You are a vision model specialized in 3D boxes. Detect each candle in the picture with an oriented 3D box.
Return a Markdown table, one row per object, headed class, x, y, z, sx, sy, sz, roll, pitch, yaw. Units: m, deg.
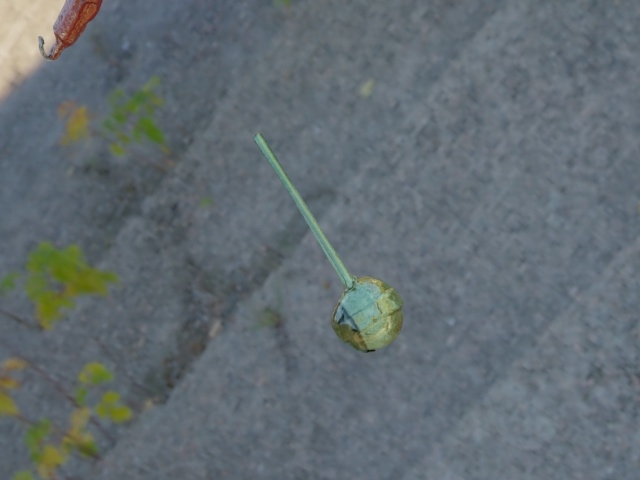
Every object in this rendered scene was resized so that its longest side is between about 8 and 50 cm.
| class | x | y | z | sx | sy | sz | roll | pitch | yaw |
| --- | --- | --- | --- | --- | --- | --- | --- | --- | --- |
| candle | -0.321 | -0.300 | 1.872 | 0.053 | 0.048 | 0.162 | 39 | 112 | 15 |

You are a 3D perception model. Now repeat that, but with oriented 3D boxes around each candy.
| class | x | y | z | sx | sy | sz | roll | pitch | yaw |
| --- | --- | --- | --- | --- | --- | --- | --- | --- | --- |
| candy | 0.000 | 0.000 | 1.160 | 0.061 | 0.202 | 0.061 | -33 | 1 | 0 |
